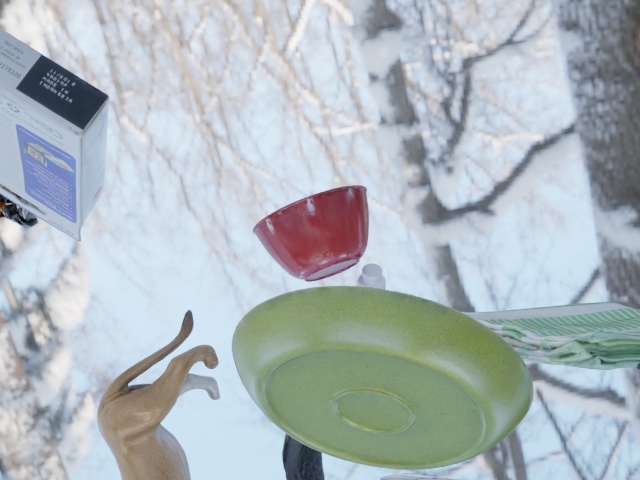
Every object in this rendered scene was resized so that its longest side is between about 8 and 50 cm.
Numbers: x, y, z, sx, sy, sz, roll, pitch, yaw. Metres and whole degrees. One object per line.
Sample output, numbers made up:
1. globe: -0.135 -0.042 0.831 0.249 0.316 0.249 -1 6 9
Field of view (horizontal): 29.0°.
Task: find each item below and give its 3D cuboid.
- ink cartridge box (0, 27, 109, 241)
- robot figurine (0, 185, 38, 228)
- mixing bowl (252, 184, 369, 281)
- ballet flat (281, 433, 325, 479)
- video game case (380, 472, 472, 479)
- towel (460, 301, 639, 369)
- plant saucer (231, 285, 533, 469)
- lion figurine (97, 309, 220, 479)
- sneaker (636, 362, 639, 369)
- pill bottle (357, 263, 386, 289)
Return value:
1. ink cartridge box: -0.334 -0.116 1.416 0.175 0.371 0.069 32 -112 0
2. robot figurine: -0.486 -0.118 1.866 0.085 0.211 0.291 -9 -178 -25
3. mixing bowl: 0.000 0.000 1.810 0.181 0.098 0.181 -19 168 -4
4. ballet flat: -0.015 0.287 1.563 0.057 0.049 0.173 -34 -138 32
5. video game case: 0.174 0.412 1.414 0.244 0.270 0.061 -4 175 44
6. towel: 0.260 0.081 1.124 0.247 0.038 0.325 -2 179 -20
7. plant saucer: 0.044 0.120 0.964 0.240 0.241 0.037 -3 -130 21
8. lion figurine: -0.232 0.314 1.730 0.240 0.392 0.142 -16 -176 -13
9. sneaker: 0.233 0.089 0.795 0.038 0.098 0.069 0 178 -40
10. pill bottle: 0.075 0.075 1.844 0.043 0.083 0.043 1 -140 0
